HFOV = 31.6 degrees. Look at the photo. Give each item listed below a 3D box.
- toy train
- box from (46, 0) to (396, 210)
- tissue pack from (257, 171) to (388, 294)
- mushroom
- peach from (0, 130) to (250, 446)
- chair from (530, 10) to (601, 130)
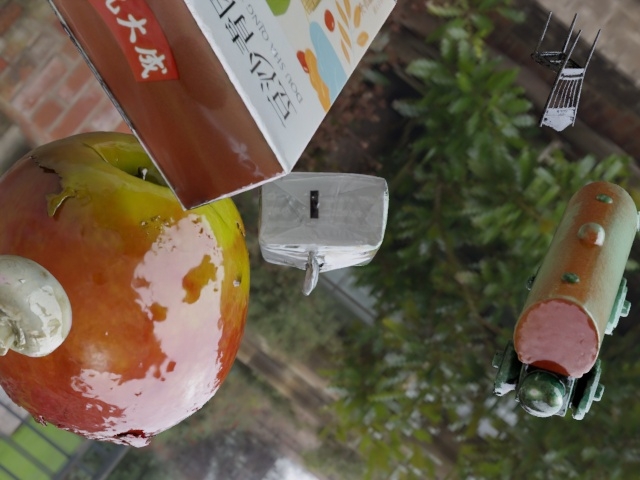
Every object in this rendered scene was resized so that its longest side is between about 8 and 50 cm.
[{"bbox_3d":[0.263,0.056,1.172,0.285,0.116,0.177,-52,154,-51],"label":"toy train"},{"bbox_3d":[-0.097,-0.279,1.059,0.122,0.344,0.385,-17,-154,30],"label":"box"},{"bbox_3d":[0.000,0.000,1.469,0.229,0.159,0.145,102,-10,-84],"label":"tissue pack"},{"bbox_3d":[-0.220,0.050,0.816,0.067,0.083,0.083,-56,-176,-37],"label":"mushroom"},{"bbox_3d":[-0.252,0.062,1.332,0.370,0.370,0.370,-51,-178,2],"label":"peach"},{"bbox_3d":[0.186,-0.133,0.881,0.037,0.042,0.086,-5,122,-32],"label":"chair"}]
